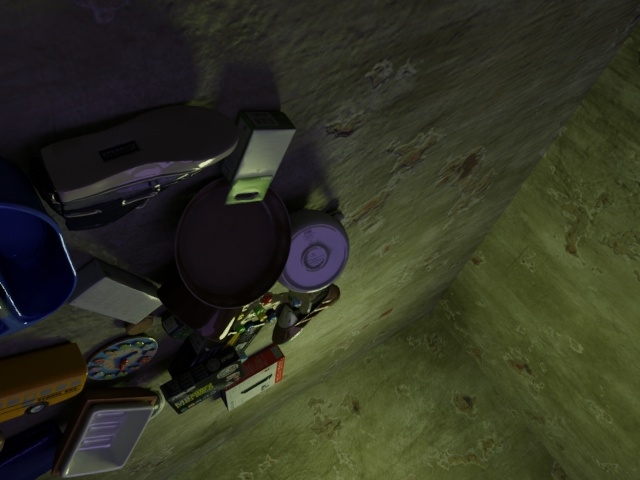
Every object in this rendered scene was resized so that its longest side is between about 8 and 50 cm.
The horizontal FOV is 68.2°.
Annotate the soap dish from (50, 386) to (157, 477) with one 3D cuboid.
[{"bbox_3d":[-0.679,0.590,1.486,0.229,0.118,0.290,17,107,-47],"label":"soap dish"}]

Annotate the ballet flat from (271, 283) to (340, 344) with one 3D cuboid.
[{"bbox_3d":[-0.073,0.274,1.878,0.342,0.116,0.124,-35,136,-5],"label":"ballet flat"}]

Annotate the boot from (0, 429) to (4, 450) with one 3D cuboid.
[{"bbox_3d":[-1.002,0.592,1.199,0.236,0.089,0.269,-41,157,9],"label":"boot"}]

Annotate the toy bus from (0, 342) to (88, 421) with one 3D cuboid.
[{"bbox_3d":[-0.736,0.348,1.095,0.333,0.108,0.130,-9,143,-47],"label":"toy bus"}]

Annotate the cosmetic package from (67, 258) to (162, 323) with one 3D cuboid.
[{"bbox_3d":[-0.476,0.125,1.106,0.099,0.060,0.239,-38,156,-2],"label":"cosmetic package"}]

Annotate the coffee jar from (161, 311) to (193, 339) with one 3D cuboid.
[{"bbox_3d":[-0.364,0.204,1.376,0.184,0.079,0.096,-38,154,3],"label":"coffee jar"}]

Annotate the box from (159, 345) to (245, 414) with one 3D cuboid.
[{"bbox_3d":[-0.404,0.492,1.657,0.270,0.060,0.216,-27,155,-20],"label":"box"}]

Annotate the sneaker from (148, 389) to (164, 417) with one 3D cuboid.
[{"bbox_3d":[-0.706,0.657,1.671,0.321,0.126,0.127,-49,160,0],"label":"sneaker"}]

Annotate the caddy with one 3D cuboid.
[{"bbox_3d":[-0.529,0.035,0.734,0.241,0.179,0.341,-25,153,-28],"label":"caddy"}]

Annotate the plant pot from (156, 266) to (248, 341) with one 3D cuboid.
[{"bbox_3d":[-0.260,0.103,1.221,0.230,0.215,0.215,-51,156,-3],"label":"plant pot"}]

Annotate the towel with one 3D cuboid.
[{"bbox_3d":[-0.932,0.689,1.495,0.228,0.076,0.308,-28,155,-37],"label":"towel"}]

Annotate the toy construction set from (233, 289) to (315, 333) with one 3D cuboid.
[{"bbox_3d":[-0.187,0.205,1.555,0.328,0.151,0.215,0,137,-38],"label":"toy construction set"}]

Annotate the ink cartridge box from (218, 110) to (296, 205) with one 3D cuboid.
[{"bbox_3d":[-0.146,-0.175,1.015,0.109,0.062,0.209,-14,147,-41],"label":"ink cartridge box"}]

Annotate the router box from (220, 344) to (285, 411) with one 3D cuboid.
[{"bbox_3d":[-0.321,0.644,2.211,0.301,0.082,0.335,-27,154,-23],"label":"router box"}]

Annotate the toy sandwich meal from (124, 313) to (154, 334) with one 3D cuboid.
[{"bbox_3d":[-0.499,0.227,1.300,0.086,0.029,0.085,-28,158,-12],"label":"toy sandwich meal"}]

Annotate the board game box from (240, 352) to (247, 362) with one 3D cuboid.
[{"bbox_3d":[-0.417,0.522,1.912,0.160,0.039,0.211,-44,157,21],"label":"board game box"}]

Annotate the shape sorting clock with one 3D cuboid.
[{"bbox_3d":[-0.580,0.348,1.389,0.206,0.040,0.206,-30,155,-16],"label":"shape sorting clock"}]

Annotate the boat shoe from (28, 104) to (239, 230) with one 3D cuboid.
[{"bbox_3d":[-0.314,-0.127,0.837,0.341,0.127,0.158,-21,164,-28],"label":"boat shoe"}]

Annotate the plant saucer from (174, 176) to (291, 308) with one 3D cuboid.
[{"bbox_3d":[-0.202,0.002,1.101,0.311,0.050,0.310,-10,106,-40],"label":"plant saucer"}]

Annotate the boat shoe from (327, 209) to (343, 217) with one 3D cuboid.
[{"bbox_3d":[0.000,0.000,1.507,0.233,0.079,0.084,-48,152,19],"label":"boat shoe"}]

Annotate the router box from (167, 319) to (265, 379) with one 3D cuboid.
[{"bbox_3d":[-0.367,0.373,1.668,0.243,0.081,0.308,-7,142,-48],"label":"router box"}]

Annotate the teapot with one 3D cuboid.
[{"bbox_3d":[-0.057,0.016,1.348,0.256,0.187,0.252,22,101,-33],"label":"teapot"}]
